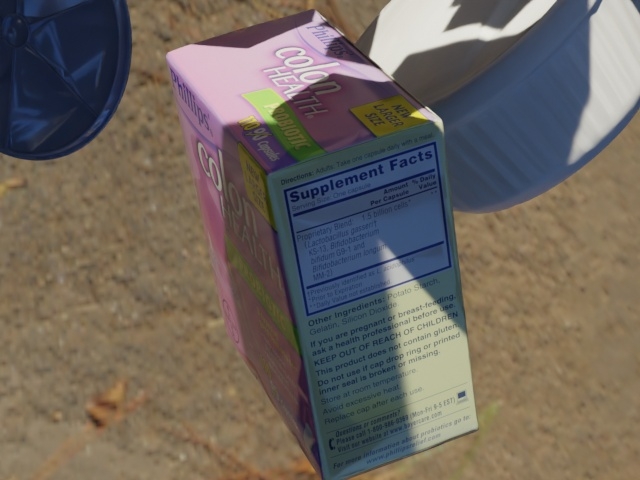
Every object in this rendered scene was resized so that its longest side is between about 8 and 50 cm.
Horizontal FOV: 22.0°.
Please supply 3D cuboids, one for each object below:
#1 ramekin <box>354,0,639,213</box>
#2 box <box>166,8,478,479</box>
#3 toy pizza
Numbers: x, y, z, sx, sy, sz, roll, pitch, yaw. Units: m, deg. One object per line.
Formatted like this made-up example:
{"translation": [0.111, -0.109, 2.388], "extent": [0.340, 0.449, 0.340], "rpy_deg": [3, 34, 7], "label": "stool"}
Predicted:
{"translation": [0.147, -0.139, 1.312], "extent": [0.273, 0.273, 0.127], "rpy_deg": [-39, 113, 10], "label": "ramekin"}
{"translation": [0.000, 0.000, 1.122], "extent": [0.117, 0.213, 0.243], "rpy_deg": [-18, 122, -14], "label": "box"}
{"translation": [-0.222, -0.161, 1.248], "extent": [0.201, 0.032, 0.201], "rpy_deg": [8, 107, 27], "label": "toy pizza"}
